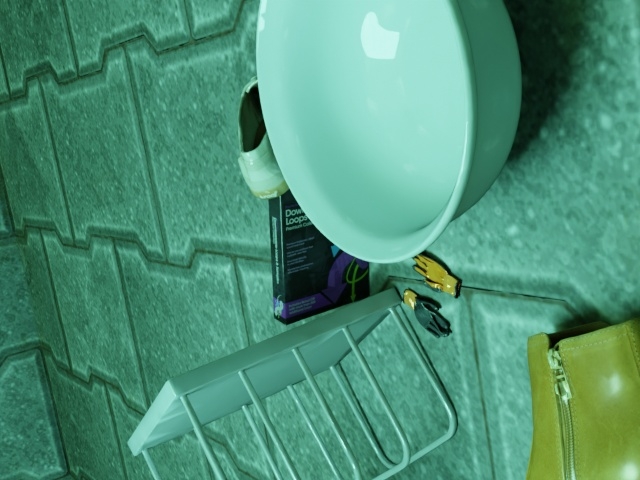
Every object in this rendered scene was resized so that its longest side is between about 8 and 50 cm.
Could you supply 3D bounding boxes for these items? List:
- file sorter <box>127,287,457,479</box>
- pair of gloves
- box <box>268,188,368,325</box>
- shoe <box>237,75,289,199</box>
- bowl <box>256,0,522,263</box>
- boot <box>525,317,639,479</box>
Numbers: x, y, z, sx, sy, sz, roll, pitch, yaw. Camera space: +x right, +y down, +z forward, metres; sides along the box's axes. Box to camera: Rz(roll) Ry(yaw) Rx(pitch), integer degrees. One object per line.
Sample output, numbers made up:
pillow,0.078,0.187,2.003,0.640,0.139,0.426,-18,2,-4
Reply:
file sorter,-0.025,0.204,0.964,0.173,0.278,0.193,60,146,15
pair of gloves,0.111,0.055,0.929,0.074,0.010,0.083,42,137,42
box,0.000,0.000,0.980,0.029,0.116,0.162,24,124,50
shoe,-0.045,-0.138,0.948,0.077,0.058,0.219,-19,42,25
bowl,0.075,-0.139,0.780,0.298,0.134,0.297,32,129,50
boot,0.208,0.184,0.767,0.295,0.104,0.211,135,125,-60
